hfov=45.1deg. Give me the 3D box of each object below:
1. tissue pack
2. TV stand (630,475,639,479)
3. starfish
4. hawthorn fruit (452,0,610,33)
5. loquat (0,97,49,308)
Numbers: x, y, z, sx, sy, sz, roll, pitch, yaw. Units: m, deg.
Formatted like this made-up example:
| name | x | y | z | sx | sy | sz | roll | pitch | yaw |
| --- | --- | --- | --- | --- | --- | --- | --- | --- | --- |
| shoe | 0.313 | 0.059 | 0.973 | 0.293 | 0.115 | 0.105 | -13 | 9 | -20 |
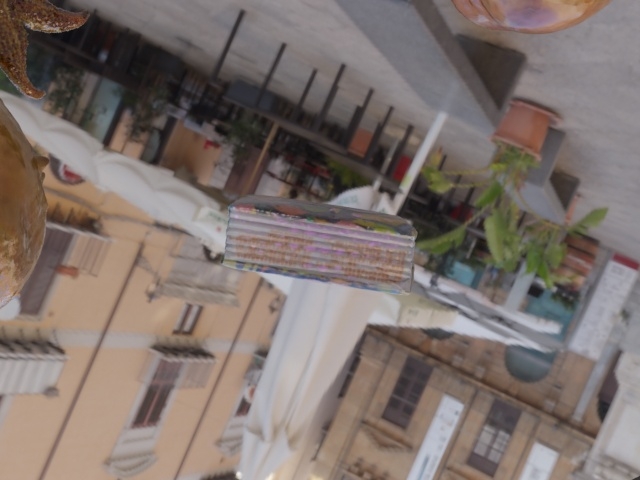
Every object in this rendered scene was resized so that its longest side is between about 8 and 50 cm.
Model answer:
| name | x | y | z | sx | sy | sz | roll | pitch | yaw |
| --- | --- | --- | --- | --- | --- | --- | --- | --- | --- |
| tissue pack | 0.000 | 0.000 | 0.626 | 0.148 | 0.060 | 0.108 | 9 | -175 | 0 |
| TV stand | 0.304 | 0.267 | 0.706 | 0.040 | 0.049 | 0.256 | 63 | -175 | 37 |
| starfish | -0.351 | -0.273 | 0.850 | 0.043 | 0.240 | 0.227 | -11 | -169 | 37 |
| hawthorn fruit | 0.432 | -0.620 | 1.456 | 0.472 | 0.471 | 0.472 | 23 | -179 | -1 |
| loquat | -0.419 | -0.038 | 0.697 | 0.329 | 0.328 | 0.328 | 23 | -179 | -1 |
